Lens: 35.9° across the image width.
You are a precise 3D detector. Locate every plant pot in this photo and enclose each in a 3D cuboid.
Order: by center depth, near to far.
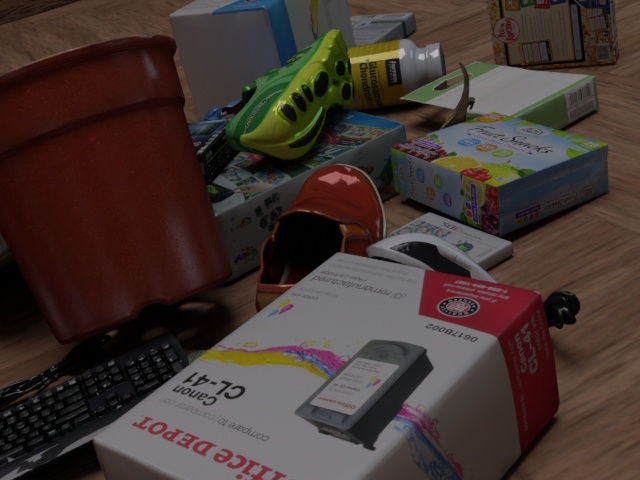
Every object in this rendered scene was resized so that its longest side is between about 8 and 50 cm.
[{"bbox_3d":[-0.234,-0.045,1.061,0.272,0.265,0.272,-22,1,1],"label":"plant pot"}]

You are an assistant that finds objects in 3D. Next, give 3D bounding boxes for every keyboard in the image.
[{"bbox_3d":[-0.284,0.168,0.959,0.317,0.033,0.201,-25,22,-14],"label":"keyboard"}]

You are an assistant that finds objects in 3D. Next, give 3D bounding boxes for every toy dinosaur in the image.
[{"bbox_3d":[0.182,-0.157,1.312,0.093,0.183,0.053,-24,61,-43],"label":"toy dinosaur"}]

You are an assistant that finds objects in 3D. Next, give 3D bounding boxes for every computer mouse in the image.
[{"bbox_3d":[0.136,0.032,0.911,0.193,0.042,0.106,24,-11,-5],"label":"computer mouse"}]

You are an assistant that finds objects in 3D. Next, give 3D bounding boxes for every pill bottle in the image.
[{"bbox_3d":[0.105,-0.265,1.577,0.184,0.103,0.103,-7,27,14],"label":"pill bottle"}]

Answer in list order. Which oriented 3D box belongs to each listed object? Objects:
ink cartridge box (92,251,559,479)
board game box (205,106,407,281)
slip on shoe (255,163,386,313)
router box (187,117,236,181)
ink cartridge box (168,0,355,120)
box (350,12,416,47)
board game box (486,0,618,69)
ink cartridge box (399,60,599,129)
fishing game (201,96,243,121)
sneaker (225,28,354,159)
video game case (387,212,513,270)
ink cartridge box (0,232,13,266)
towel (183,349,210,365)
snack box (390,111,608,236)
[{"bbox_3d":[0.014,0.146,0.785,0.226,0.131,0.306,11,34,40],"label":"ink cartridge box"},{"bbox_3d":[-0.066,-0.076,1.297,0.303,0.097,0.224,-28,30,-29],"label":"board game box"},{"bbox_3d":[0.000,0.000,1.056,0.123,0.101,0.331,-1,33,14],"label":"slip on shoe"},{"bbox_3d":[-0.163,-0.115,1.270,0.092,0.038,0.122,-4,28,22],"label":"router box"},{"bbox_3d":[-0.090,-0.353,1.733,0.198,0.197,0.270,3,31,30],"label":"ink cartridge box"},{"bbox_3d":[0.081,-0.392,1.910,0.145,0.038,0.186,4,31,32],"label":"box"},{"bbox_3d":[0.368,-0.348,1.570,0.194,0.146,0.045,1,30,25],"label":"board game box"},{"bbox_3d":[0.256,-0.200,1.436,0.171,0.056,0.235,-29,27,-29],"label":"ink cartridge box"},{"bbox_3d":[-0.092,-0.214,1.494,0.189,0.041,0.264,-34,10,-38],"label":"fishing game"},{"bbox_3d":[-0.038,-0.200,1.297,0.124,0.109,0.295,0,28,23],"label":"sneaker"},{"bbox_3d":[0.110,0.022,1.107,0.157,0.019,0.143,-27,29,-26],"label":"video game case"},{"bbox_3d":[-0.396,-0.049,1.264,0.223,0.129,0.307,-29,9,46],"label":"ink cartridge box"},{"bbox_3d":[-0.115,0.138,0.979,0.152,0.023,0.113,-3,29,19],"label":"towel"},{"bbox_3d":[0.215,-0.088,1.207,0.174,0.070,0.207,-20,28,-25],"label":"snack box"}]
